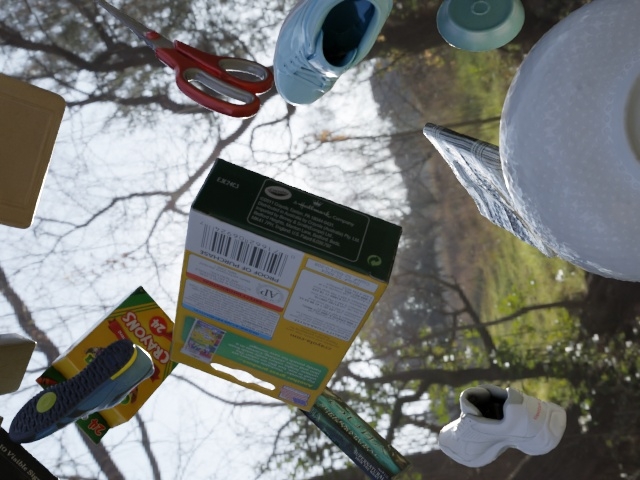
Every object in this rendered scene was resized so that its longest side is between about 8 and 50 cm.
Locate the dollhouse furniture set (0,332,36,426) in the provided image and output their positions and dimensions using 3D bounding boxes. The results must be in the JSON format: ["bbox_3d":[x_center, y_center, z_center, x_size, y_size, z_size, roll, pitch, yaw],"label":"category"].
[{"bbox_3d":[-0.359,0.138,0.570,0.144,0.123,0.151,20,-89,-78],"label":"dollhouse furniture set"}]

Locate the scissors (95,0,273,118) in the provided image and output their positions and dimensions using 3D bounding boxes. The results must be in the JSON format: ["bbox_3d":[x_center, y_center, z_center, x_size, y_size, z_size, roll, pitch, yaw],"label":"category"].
[{"bbox_3d":[-0.189,-0.225,0.785,0.109,0.297,0.021,-55,-11,-43],"label":"scissors"}]

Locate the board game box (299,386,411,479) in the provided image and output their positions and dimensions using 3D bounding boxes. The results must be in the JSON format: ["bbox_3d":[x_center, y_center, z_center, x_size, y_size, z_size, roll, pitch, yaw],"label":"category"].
[{"bbox_3d":[0.049,0.295,1.035,0.186,0.026,0.126,39,-174,21],"label":"board game box"}]

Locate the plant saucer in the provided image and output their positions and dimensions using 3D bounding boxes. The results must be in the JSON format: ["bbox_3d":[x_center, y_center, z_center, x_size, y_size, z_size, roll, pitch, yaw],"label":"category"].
[{"bbox_3d":[0.220,-0.315,0.931,0.021,0.120,0.119,63,-160,-65],"label":"plant saucer"}]

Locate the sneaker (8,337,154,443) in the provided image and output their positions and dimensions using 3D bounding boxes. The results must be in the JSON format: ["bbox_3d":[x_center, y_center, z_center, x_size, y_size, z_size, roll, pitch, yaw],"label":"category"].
[{"bbox_3d":[-0.330,0.227,0.953,0.069,0.209,0.082,45,165,43],"label":"sneaker"}]

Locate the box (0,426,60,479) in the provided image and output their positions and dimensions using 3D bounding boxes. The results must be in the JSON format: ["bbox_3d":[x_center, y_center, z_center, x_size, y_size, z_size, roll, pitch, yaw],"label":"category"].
[{"bbox_3d":[-0.552,0.555,0.960,0.479,0.297,0.471,52,-168,-17],"label":"box"}]

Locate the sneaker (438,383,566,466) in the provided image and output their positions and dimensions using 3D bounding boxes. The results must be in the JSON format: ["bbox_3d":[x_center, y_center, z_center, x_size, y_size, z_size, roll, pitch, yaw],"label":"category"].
[{"bbox_3d":[0.234,0.254,0.973,0.115,0.232,0.090,37,-129,-10],"label":"sneaker"}]

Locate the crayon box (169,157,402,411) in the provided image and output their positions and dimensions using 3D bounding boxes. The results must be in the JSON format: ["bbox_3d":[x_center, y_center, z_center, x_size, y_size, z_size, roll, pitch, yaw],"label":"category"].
[{"bbox_3d":[-0.058,0.069,0.782,0.323,0.203,0.083,113,178,-51],"label":"crayon box"}]

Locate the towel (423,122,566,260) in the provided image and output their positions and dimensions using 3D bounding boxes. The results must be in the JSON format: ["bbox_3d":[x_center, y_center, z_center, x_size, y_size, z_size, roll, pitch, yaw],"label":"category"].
[{"bbox_3d":[0.366,-0.100,1.428,0.324,0.056,0.312,47,179,-28],"label":"towel"}]

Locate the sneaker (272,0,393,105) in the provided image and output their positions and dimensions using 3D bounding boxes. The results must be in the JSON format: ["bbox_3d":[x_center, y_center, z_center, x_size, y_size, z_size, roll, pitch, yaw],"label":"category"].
[{"bbox_3d":[0.002,-0.311,1.073,0.366,0.135,0.150,128,160,-56],"label":"sneaker"}]

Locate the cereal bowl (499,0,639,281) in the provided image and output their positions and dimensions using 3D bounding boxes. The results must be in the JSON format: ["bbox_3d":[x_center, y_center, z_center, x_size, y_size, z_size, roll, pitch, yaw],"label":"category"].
[{"bbox_3d":[0.376,-0.120,0.736,0.141,0.339,0.338,23,-124,-88],"label":"cereal bowl"}]

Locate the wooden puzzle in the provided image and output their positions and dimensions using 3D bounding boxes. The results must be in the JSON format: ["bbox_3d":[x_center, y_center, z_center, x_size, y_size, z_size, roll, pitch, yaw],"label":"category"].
[{"bbox_3d":[-0.547,-0.156,1.079,0.221,0.044,0.238,17,-96,-38],"label":"wooden puzzle"}]

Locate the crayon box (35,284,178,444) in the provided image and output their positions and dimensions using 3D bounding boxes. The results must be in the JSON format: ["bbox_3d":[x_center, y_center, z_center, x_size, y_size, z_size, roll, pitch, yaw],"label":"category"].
[{"bbox_3d":[-0.453,0.275,1.531,0.202,0.081,0.318,51,-140,-12],"label":"crayon box"}]
